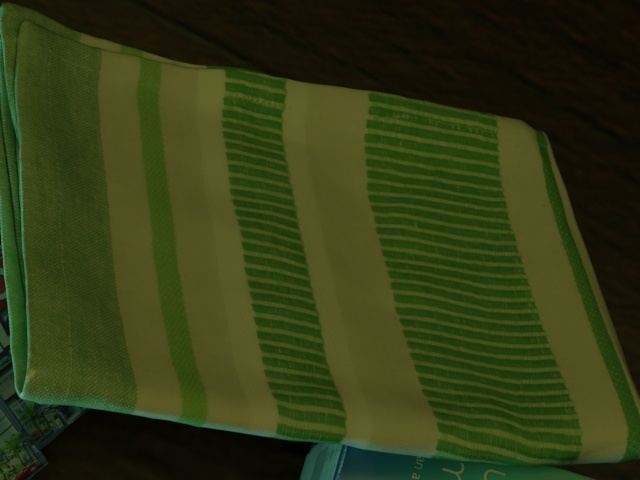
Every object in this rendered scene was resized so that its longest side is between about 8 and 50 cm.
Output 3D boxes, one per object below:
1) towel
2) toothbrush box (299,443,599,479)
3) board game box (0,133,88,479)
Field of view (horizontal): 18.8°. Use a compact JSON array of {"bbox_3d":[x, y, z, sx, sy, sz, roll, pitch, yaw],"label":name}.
[{"bbox_3d":[0.000,0.000,0.953,0.325,0.038,0.248,11,43,-25],"label":"towel"},{"bbox_3d":[0.116,0.235,0.966,0.296,0.126,0.216,19,72,-7],"label":"toothbrush box"},{"bbox_3d":[-0.194,0.036,0.940,0.194,0.060,0.194,-41,125,-17],"label":"board game box"}]
